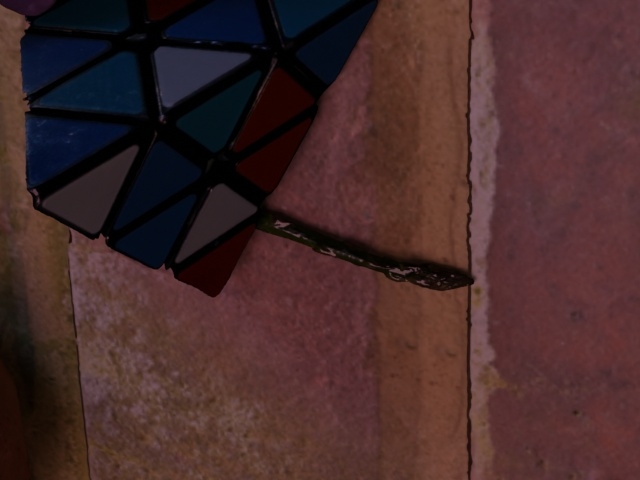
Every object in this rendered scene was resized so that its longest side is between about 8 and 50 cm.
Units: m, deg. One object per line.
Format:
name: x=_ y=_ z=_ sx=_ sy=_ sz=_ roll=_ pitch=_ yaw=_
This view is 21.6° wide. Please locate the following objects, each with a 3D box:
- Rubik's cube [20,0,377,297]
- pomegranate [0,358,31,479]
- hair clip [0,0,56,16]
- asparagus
Rubik's cube: x=-0.068 y=-0.059 z=1.180 sx=0.250 sy=0.284 sz=0.234 roll=-16 pitch=129 yaw=-5
pomegranate: x=-0.381 y=0.161 z=1.301 sx=0.338 sy=0.338 sz=0.338 roll=11 pitch=122 yaw=19
hair clip: x=-0.148 y=-0.212 z=1.087 sx=0.278 sy=0.090 sz=0.137 roll=-17 pitch=144 yaw=18
asparagus: x=0.000 y=0.000 z=1.217 sx=0.233 sy=0.023 sz=0.022 roll=18 pitch=168 yaw=15
